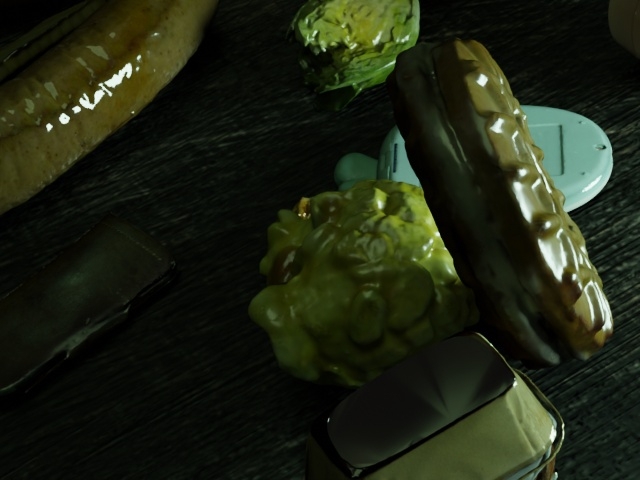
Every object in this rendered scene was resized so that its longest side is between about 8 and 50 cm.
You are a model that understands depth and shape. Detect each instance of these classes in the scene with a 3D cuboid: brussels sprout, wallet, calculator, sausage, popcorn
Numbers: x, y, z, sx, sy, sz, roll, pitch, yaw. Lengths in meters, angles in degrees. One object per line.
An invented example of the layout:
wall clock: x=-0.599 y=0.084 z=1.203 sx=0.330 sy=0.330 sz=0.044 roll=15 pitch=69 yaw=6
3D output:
brussels sprout: x=0.046 y=-0.233 z=2.066 sx=0.139 sy=0.100 sz=0.181 roll=26 pitch=53 yaw=24
wallet: x=-0.270 y=0.073 z=1.860 sx=0.255 sy=0.031 sz=0.137 roll=-39 pitch=47 yaw=-25
calculator: x=0.158 y=-0.078 z=1.897 sx=0.295 sy=0.042 sz=0.184 roll=-5 pitch=42 yaw=9
sausage: x=-0.286 y=-0.163 z=2.054 sx=0.136 sy=0.123 sz=0.501 roll=34 pitch=60 yaw=28
popcorn: x=0.034 y=0.044 z=1.693 sx=0.217 sy=0.181 sz=0.235 roll=-27 pitch=31 yaw=-9

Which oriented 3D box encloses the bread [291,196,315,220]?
bread: x=0.000 y=0.000 z=1.856 sx=0.083 sy=0.044 sz=0.110 roll=8 pitch=47 yaw=18

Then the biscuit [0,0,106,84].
biscuit: x=-0.378 y=-0.208 z=2.148 sx=0.254 sy=0.029 sz=0.172 roll=-39 pitch=16 yaw=-27

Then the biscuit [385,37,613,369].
biscuit: x=0.163 y=-0.035 z=1.636 sx=0.103 sy=0.332 sz=0.332 roll=-26 pitch=40 yaw=11

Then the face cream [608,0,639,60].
face cream: x=0.398 y=-0.246 z=1.935 sx=0.149 sy=0.149 sz=0.104 roll=-29 pitch=45 yaw=-17

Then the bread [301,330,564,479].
bread: x=0.089 y=0.189 z=1.494 sx=0.224 sy=0.212 sz=0.142 roll=-29 pitch=48 yaw=-12

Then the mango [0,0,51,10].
mango: x=-0.392 y=-0.381 z=2.306 sx=0.287 sy=0.152 sz=0.201 roll=-12 pitch=46 yaw=3
